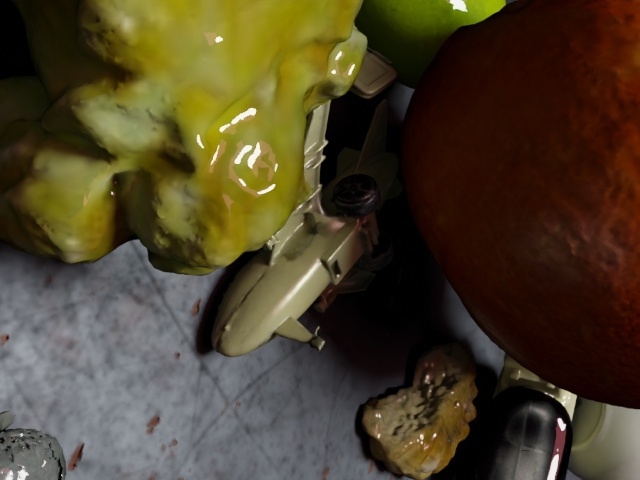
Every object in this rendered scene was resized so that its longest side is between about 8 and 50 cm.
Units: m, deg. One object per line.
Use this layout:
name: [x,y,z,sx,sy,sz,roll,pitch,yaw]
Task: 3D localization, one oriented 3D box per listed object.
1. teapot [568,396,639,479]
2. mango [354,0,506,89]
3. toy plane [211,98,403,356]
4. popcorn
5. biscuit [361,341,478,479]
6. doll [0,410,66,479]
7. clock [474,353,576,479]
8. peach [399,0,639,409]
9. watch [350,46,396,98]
teapot: [0.399,0.211,0.849,0.166,0.299,0.208,27,42,-15]
mango: [0.072,-0.314,0.659,0.343,0.156,0.192,56,41,-19]
toy plane: [0.000,0.000,0.562,0.256,0.104,0.242,-59,150,-30]
popcorn: [-0.093,-0.114,0.405,0.276,0.226,0.276,-46,146,-45]
biscuit: [0.125,0.189,0.699,0.183,0.061,0.118,-34,109,-45]
doll: [-0.222,0.192,0.297,0.340,0.158,0.245,12,106,-60]
clock: [0.205,0.285,0.696,0.276,0.120,0.378,68,37,-48]
peach: [0.232,-0.043,0.560,0.290,0.372,0.372,-37,118,4]
watch: [-0.018,-0.257,0.513,0.268,0.164,0.102,43,46,13]
